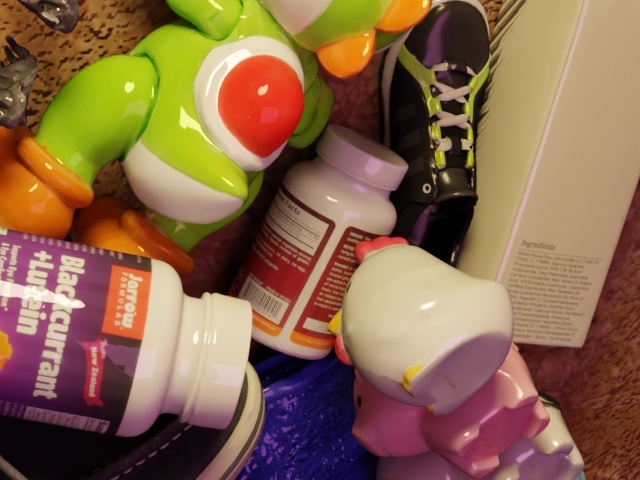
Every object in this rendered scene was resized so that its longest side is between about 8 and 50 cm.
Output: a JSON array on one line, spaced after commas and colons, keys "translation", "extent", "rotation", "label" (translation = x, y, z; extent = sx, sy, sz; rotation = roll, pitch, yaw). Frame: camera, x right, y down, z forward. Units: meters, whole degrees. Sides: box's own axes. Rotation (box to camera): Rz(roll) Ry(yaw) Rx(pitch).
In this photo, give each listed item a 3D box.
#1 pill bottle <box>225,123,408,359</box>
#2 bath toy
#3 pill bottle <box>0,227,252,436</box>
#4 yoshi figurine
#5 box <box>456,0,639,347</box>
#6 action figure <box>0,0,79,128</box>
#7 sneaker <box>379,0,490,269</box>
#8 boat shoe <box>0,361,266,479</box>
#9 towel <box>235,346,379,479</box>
[{"translation": [0.000, 0.000, 1.155], "extent": [0.086, 0.086, 0.152], "rotation": [18, 107, -35], "label": "pill bottle"}, {"translation": [0.086, 0.114, 1.173], "extent": [0.151, 0.129, 0.348], "rotation": [-34, 144, -4], "label": "bath toy"}, {"translation": [-0.143, 0.056, 0.970], "extent": [0.193, 0.108, 0.108], "rotation": [11, 106, -11], "label": "pill bottle"}, {"translation": [-0.058, -0.141, 1.049], "extent": [0.362, 0.203, 0.203], "rotation": [-44, 86, 10], "label": "yoshi figurine"}, {"translation": [0.171, -0.063, 1.229], "extent": [0.113, 0.094, 0.275], "rotation": [8, 106, -33], "label": "box"}, {"translation": [-0.284, -0.131, 0.910], "extent": [0.275, 0.141, 0.164], "rotation": [5, 112, -33], "label": "action figure"}, {"translation": [0.091, -0.061, 1.181], "extent": [0.084, 0.097, 0.235], "rotation": [-2, 111, -30], "label": "sneaker"}, {"translation": [-0.263, 0.151, 1.014], "extent": [0.500, 0.187, 0.156], "rotation": [-17, 122, -20], "label": "boat shoe"}, {"translation": [-0.035, 0.231, 1.248], "extent": [0.227, 0.076, 0.308], "rotation": [-27, 122, -17], "label": "towel"}]
